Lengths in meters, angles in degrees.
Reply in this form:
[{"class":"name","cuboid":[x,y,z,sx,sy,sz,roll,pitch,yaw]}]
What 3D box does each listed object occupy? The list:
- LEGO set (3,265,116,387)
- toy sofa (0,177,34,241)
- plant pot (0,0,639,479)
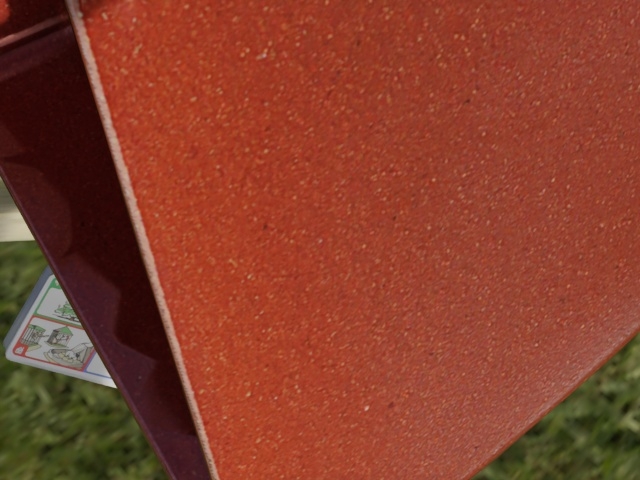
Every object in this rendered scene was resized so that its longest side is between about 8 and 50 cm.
[{"class":"LEGO set","cuboid":[0.000,0.000,0.886,0.182,0.244,0.060,-58,34,23]},{"class":"toy sofa","cuboid":[-0.185,-0.179,0.977,0.150,0.177,0.362,-3,80,0]},{"class":"plant pot","cuboid":[0.012,-0.103,0.551,0.267,0.235,0.267,56,165,38]}]
